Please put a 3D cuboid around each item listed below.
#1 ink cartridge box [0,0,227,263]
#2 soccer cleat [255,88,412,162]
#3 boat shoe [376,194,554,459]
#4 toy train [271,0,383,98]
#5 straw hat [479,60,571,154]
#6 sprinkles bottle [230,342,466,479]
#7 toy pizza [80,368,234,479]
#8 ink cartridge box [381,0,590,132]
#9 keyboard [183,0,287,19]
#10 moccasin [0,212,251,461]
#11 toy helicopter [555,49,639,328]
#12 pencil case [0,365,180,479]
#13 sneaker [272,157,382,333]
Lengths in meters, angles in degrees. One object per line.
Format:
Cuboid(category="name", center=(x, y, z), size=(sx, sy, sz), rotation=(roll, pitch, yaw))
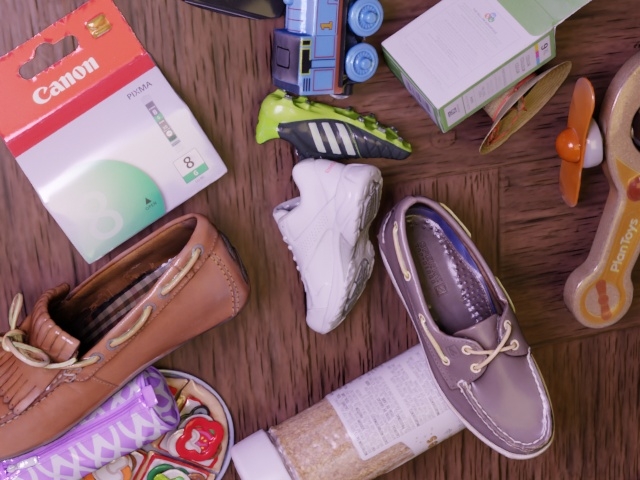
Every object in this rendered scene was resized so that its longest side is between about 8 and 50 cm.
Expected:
Cuboid(category="ink cartridge box", center=(-0.230, -0.115, 1.196), size=(0.181, 0.056, 0.224), rotation=(-34, 117, -5))
Cuboid(category="soccer cleat", center=(0.014, -0.114, 1.279), size=(0.179, 0.060, 0.072), rotation=(16, 113, -17))
Cuboid(category="boat shoe", center=(0.167, 0.096, 1.289), size=(0.117, 0.096, 0.324), rotation=(-26, 80, -7))
Cuboid(category="toy train", center=(0.006, -0.238, 1.207), size=(0.105, 0.080, 0.184), rotation=(-8, 112, -31))
Cuboid(category="straw hat", center=(0.214, -0.171, 1.315), size=(0.144, 0.144, 0.061), rotation=(-43, 76, 0))
Cuboid(category="sprinkles bottle", center=(0.072, 0.214, 1.371), size=(0.355, 0.121, 0.121), rotation=(-29, 115, -7))
Cuboid(category="toy pizza", center=(-0.197, 0.245, 1.341), size=(0.201, 0.032, 0.201), rotation=(-6, 110, -17))
Cuboid(category="ink cartridge box", center=(0.184, -0.224, 1.254), size=(0.209, 0.109, 0.062), rotation=(-36, 154, -2))
Cuboid(category="keyboard", center=(-0.088, -0.391, 1.160), size=(0.202, 0.033, 0.317), rotation=(10, 104, -27))
Cuboid(category="moccasin", center=(-0.257, 0.102, 1.189), size=(0.380, 0.139, 0.147), rotation=(-29, 133, 6))
Cuboid(category="toy helicopter", center=(0.364, -0.062, 1.370), size=(0.235, 0.140, 0.355), rotation=(11, 107, -20))
Cuboid(category="pencil case", center=(-0.256, 0.210, 1.257), size=(0.206, 0.088, 0.086), rotation=(-29, 71, 7))
Cuboid(category="sneaker", center=(0.000, 0.000, 1.304), size=(0.115, 0.090, 0.232), rotation=(21, 125, 18))
